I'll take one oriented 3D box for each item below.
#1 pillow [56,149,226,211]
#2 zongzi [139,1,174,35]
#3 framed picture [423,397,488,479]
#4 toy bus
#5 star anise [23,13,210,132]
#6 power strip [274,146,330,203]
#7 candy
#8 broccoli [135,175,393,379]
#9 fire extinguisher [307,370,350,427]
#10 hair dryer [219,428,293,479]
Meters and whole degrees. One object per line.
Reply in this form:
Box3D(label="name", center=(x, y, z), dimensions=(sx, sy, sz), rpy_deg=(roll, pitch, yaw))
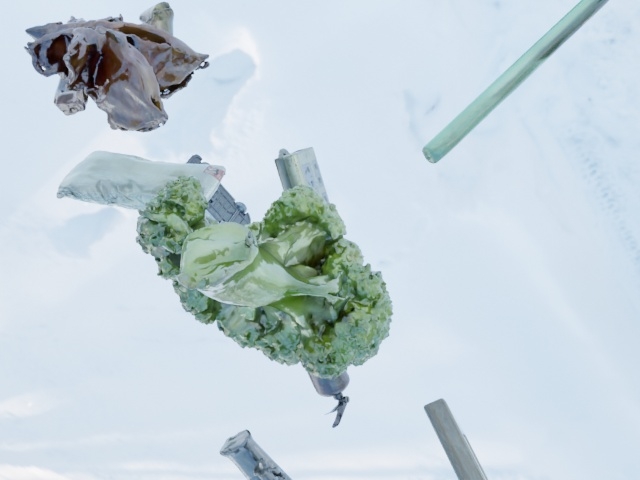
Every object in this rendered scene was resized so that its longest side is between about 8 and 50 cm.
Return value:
Box3D(label="pillow", center=(-0.263, -0.085, 1.158), dimensions=(0.229, 0.128, 0.050), rpy_deg=(8, 129, 10))
Box3D(label="zongzi", center=(-0.233, -0.313, 1.176), dimensions=(0.076, 0.040, 0.083), rpy_deg=(10, 129, 60))
Box3D(label="framed picture", center=(0.133, 0.222, 0.484), dimensions=(0.016, 0.249, 0.184), rpy_deg=(-27, 158, 4))
Box3D(label="toy bus", center=(-0.233, -0.077, 1.611), dimensions=(0.089, 0.087, 0.194), rpy_deg=(-19, 120, 42))
Box3D(label="star anise", center=(-0.297, -0.239, 1.083), dimensions=(0.346, 0.237, 0.148), rpy_deg=(22, 115, 51))
Box3D(label="power strip", center=(0.000, 0.000, 1.060), dimensions=(0.034, 0.092, 0.267), rpy_deg=(-14, 98, 19))
Box3D(label="candy", center=(0.108, -0.097, 0.287), dimensions=(0.060, 0.201, 0.060), rpy_deg=(44, 169, 10))
Box3D(label="broccoli", center=(-0.067, 0.007, 0.805), dimensions=(0.254, 0.186, 0.302), rpy_deg=(26, 162, 39))
Box3D(label="fire extinguisher", center=(-0.008, 0.218, 1.480), dimensions=(0.072, 0.089, 0.267), rpy_deg=(-17, 101, 35))
Box3D(label="hair dryer", center=(0.029, 0.306, 0.628), dimensions=(0.361, 0.121, 0.301), rpy_deg=(49, 179, 13))
